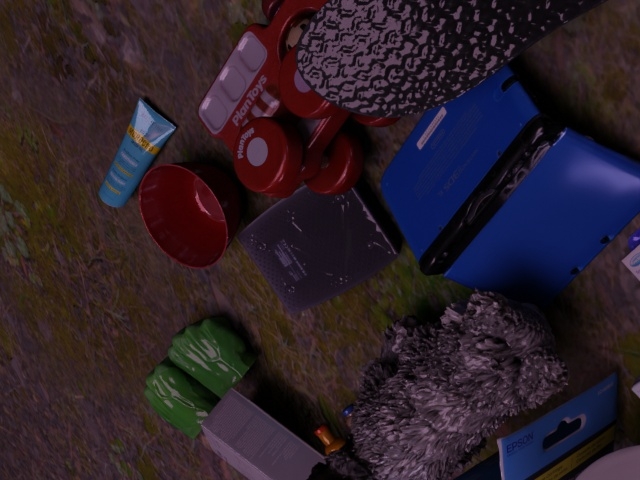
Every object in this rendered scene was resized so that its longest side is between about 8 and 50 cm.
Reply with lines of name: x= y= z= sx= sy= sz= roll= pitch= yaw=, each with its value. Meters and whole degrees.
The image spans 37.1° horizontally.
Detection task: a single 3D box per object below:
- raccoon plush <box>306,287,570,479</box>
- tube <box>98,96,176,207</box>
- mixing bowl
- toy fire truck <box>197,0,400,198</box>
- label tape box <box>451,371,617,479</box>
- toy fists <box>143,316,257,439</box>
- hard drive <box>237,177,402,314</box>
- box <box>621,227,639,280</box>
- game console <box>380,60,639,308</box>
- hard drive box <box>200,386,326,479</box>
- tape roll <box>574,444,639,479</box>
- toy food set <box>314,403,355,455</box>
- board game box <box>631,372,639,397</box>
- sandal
raccoon plush: x=0.155 y=0.261 z=1.253 sx=0.216 sy=0.446 sz=0.299 roll=30 pitch=161 yaw=-5
tube: x=-0.317 y=-0.144 z=1.628 sx=0.080 sy=0.052 sz=0.207 roll=37 pitch=125 yaw=1
mixing bowl: x=-0.194 y=-0.056 z=1.547 sx=0.181 sy=0.098 sz=0.181 roll=18 pitch=124 yaw=28
toy fire truck: x=-0.037 y=-0.214 z=1.303 sx=0.254 sy=0.169 sz=0.302 roll=51 pitch=122 yaw=27
label tape box: x=0.285 y=0.357 z=1.314 sx=0.115 sy=0.249 sz=0.347 roll=20 pitch=121 yaw=46
toy fists: x=-0.226 y=0.242 z=1.742 sx=0.142 sy=0.096 sz=0.279 roll=38 pitch=130 yaw=0
hard drive: x=0.000 y=0.000 z=1.466 sx=0.255 sy=0.054 sz=0.172 roll=-31 pitch=94 yaw=42
box: x=0.437 y=0.037 z=1.174 sx=0.136 sy=0.028 sz=0.081 roll=49 pitch=131 yaw=15
game console: x=0.250 y=-0.078 z=1.261 sx=0.293 sy=0.173 sz=0.250 roll=-56 pitch=47 yaw=40
hard drive box: x=-0.085 y=0.381 z=1.667 sx=0.232 sy=0.089 sz=0.181 roll=35 pitch=160 yaw=16
tape roll: x=0.416 y=0.398 z=1.177 sx=0.246 sy=0.246 sz=0.169 roll=20 pitch=151 yaw=26
toy food set: x=0.099 y=0.286 z=1.514 sx=0.104 sy=0.111 sz=0.232 roll=50 pitch=135 yaw=2
board game box: x=0.571 y=0.215 z=1.144 sx=0.303 sy=0.097 sz=0.224 roll=48 pitch=133 yaw=6
sandal: x=0.186 y=-0.272 z=1.095 sx=0.446 sy=0.107 sz=0.167 roll=-22 pitch=103 yaw=14
